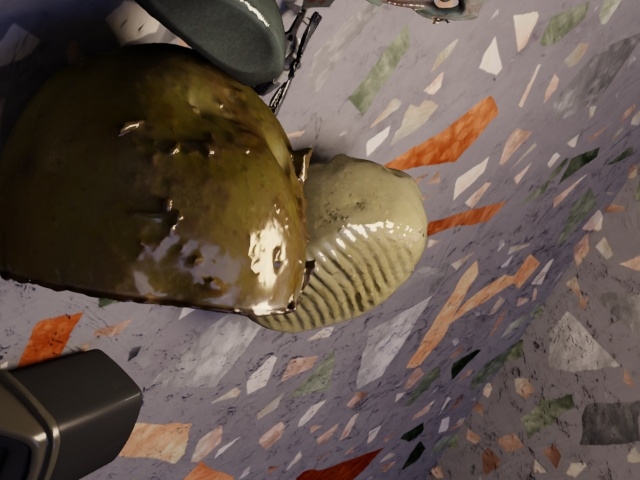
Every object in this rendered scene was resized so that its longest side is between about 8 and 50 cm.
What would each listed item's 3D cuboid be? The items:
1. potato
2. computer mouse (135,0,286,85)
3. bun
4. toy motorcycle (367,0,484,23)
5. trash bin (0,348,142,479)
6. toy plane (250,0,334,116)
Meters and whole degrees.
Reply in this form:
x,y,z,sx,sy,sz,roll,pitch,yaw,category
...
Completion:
x,y,z,sx,sy,sz,roll,pitch,yaw,category
-0.194,-0.087,1.600,0.442,0.385,0.319,-10,108,-71,potato
-0.149,-0.313,1.510,0.114,0.203,0.374,-42,149,11,computer mouse
0.000,0.000,2.157,0.362,0.234,0.326,-41,151,25,bun
0.173,-0.423,1.867,0.241,0.182,0.319,-48,155,2,toy motorcycle
-0.433,0.295,1.978,0.290,0.182,0.209,-18,141,-53,trash bin
-0.052,-0.281,1.857,0.197,0.078,0.053,-61,151,-3,toy plane
